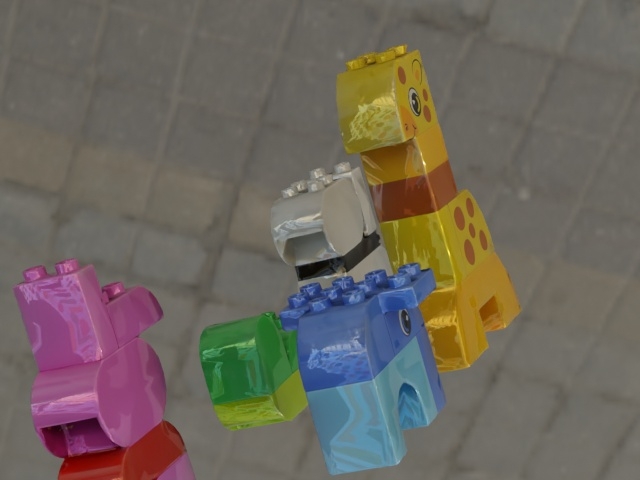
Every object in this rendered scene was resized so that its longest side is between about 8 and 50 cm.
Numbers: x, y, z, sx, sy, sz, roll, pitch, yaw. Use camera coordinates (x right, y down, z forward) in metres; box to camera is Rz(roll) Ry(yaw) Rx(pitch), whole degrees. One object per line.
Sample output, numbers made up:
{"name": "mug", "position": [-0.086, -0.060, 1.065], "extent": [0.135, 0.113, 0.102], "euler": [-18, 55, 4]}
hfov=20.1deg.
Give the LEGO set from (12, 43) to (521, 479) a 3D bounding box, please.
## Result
{"name": "LEGO set", "position": [0.000, 0.000, 0.516], "extent": [0.087, 0.227, 0.093], "euler": [-12, 100, 22]}
